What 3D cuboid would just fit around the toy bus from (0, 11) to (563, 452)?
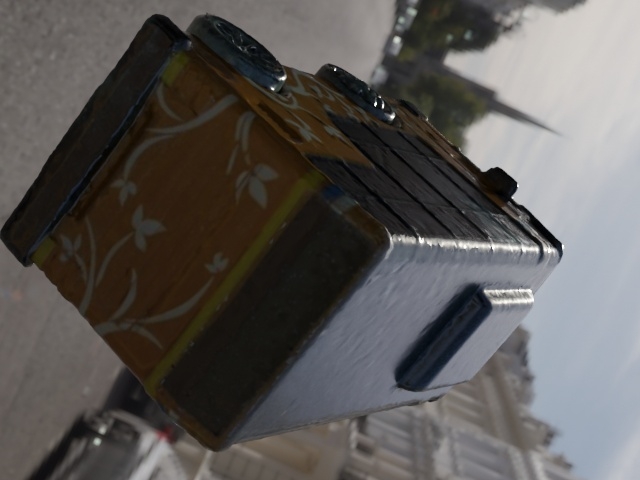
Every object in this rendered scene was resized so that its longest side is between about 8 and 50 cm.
[{"bbox_3d":[0.000,0.000,0.738,0.162,0.194,0.323,-52,158,16],"label":"toy bus"}]
